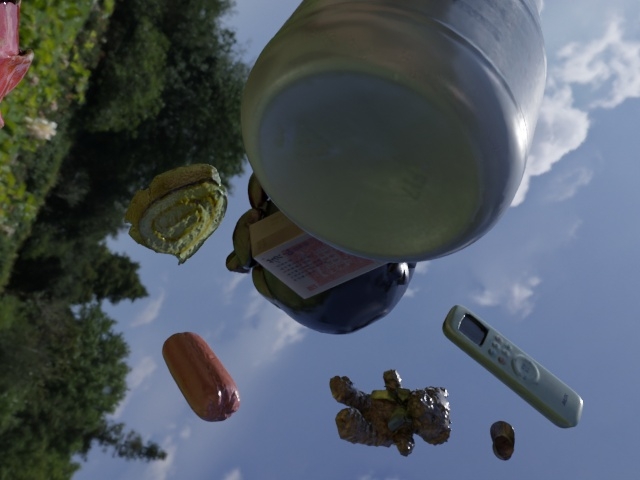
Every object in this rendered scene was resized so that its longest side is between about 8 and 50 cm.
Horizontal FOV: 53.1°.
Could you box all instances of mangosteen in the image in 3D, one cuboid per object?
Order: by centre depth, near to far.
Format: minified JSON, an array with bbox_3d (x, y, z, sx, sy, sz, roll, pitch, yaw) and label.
[{"bbox_3d":[0.000,0.000,1.383,0.434,0.382,0.383,10,-107,36],"label":"mangosteen"}]

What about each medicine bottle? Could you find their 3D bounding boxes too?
[{"bbox_3d":[0.088,-0.159,0.611,0.245,0.245,0.306,-35,-159,48],"label":"medicine bottle"}]

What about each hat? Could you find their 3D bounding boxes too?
[{"bbox_3d":[0.412,0.456,1.465,0.042,0.058,0.087,124,-47,-72],"label":"hat"}]

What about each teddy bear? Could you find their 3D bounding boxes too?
[{"bbox_3d":[0.192,0.445,1.682,0.222,0.296,0.246,-34,-141,22],"label":"teddy bear"}]

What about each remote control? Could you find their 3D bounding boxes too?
[{"bbox_3d":[0.363,0.239,1.220,0.090,0.309,0.038,-45,172,-44],"label":"remote control"}]

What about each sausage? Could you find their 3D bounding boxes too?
[{"bbox_3d":[-0.154,0.172,0.817,0.154,0.062,0.062,38,-79,50],"label":"sausage"}]

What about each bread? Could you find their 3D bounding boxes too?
[{"bbox_3d":[-0.336,-0.070,1.542,0.257,0.186,0.124,-41,-140,-17],"label":"bread"}]

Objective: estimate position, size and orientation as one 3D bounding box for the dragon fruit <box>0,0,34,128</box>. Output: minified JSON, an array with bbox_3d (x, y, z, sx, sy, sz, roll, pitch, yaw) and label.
[{"bbox_3d":[-0.435,-0.202,0.626,0.305,0.305,0.226,-48,-132,32],"label":"dragon fruit"}]

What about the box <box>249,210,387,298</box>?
[{"bbox_3d":[0.026,-0.008,0.849,0.201,0.141,0.058,-24,-128,18],"label":"box"}]
